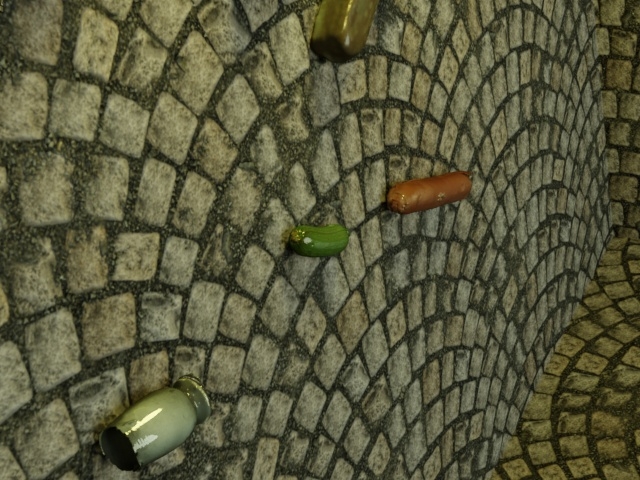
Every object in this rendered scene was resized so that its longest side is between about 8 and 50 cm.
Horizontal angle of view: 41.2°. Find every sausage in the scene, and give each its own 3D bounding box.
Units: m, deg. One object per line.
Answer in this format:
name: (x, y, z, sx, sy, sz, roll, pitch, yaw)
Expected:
sausage: (0.308, -0.135, 2.352, 0.419, 0.094, 0.094, -15, 86, -54)

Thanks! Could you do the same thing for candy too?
candy: (0.060, -0.514, 1.908, 0.102, 0.104, 0.234, 27, 73, -49)

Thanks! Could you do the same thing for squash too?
squash: (0.000, 0.000, 1.941, 0.219, 0.068, 0.077, -8, 97, -56)

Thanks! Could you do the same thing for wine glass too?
wine glass: (-0.292, 0.329, 1.531, 0.204, 0.111, 0.111, -31, 121, -53)

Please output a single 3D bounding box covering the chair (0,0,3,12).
chair: (-0.463, -0.428, 1.166, 0.095, 0.104, 0.222, -54, 149, -75)
